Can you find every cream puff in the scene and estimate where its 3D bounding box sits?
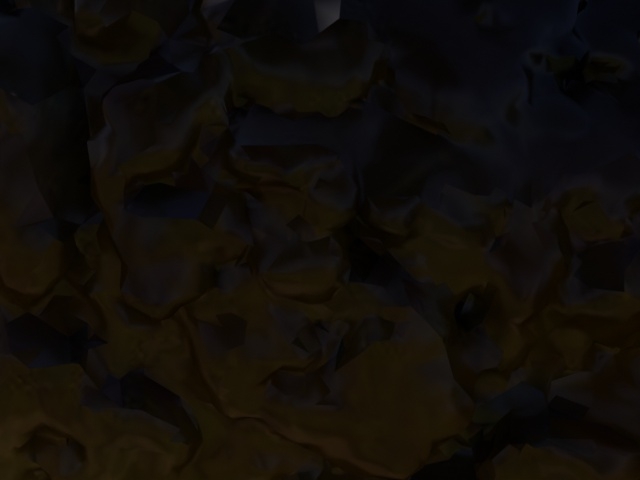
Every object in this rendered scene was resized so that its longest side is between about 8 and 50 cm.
[{"bbox_3d":[0.000,0.000,0.492,0.327,0.343,0.231,-4,-36,-12],"label":"cream puff"}]
